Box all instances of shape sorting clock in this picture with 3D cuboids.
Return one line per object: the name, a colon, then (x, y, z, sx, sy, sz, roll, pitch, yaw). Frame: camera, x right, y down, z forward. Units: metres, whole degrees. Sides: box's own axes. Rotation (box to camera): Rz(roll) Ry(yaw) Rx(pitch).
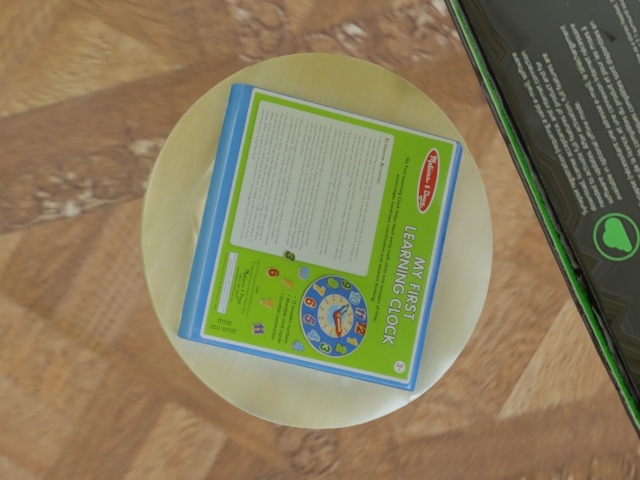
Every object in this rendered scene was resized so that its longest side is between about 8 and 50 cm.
shape sorting clock: (0.000, 0.000, 1.037, 0.206, 0.040, 0.206, 1, 85, -17)

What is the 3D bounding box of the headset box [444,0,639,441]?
headset box: (0.171, -0.063, 0.623, 0.131, 0.283, 0.246, -24, 91, 29)
